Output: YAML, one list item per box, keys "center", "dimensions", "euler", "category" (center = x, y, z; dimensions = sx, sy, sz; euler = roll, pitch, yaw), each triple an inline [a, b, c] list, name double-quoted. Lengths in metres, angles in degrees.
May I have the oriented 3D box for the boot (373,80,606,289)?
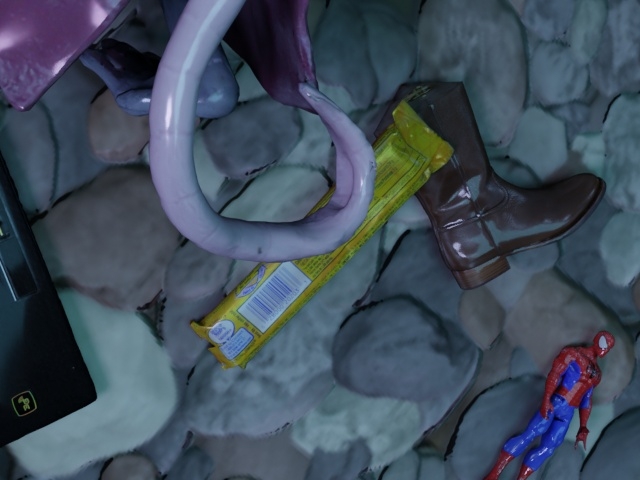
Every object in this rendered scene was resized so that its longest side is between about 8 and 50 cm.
- center: [0.091, -0.046, 0.649]
  dimensions: [0.106, 0.037, 0.114]
  euler: [-35, 110, -15]
  category: "boot"

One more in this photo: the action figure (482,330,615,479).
- center: [0.138, 0.102, 0.708]
  dimensions: [0.038, 0.030, 0.115]
  euler: [35, 82, -23]
  category: "action figure"

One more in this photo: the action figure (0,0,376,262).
- center: [-0.031, -0.208, 0.399]
  dimensions: [0.370, 0.275, 0.248]
  euler: [-50, 156, 23]
  category: "action figure"

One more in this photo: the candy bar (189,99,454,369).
- center: [0.000, 0.000, 0.607]
  dimensions: [0.161, 0.018, 0.040]
  euler: [-46, 114, -1]
  category: "candy bar"

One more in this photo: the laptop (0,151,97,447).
- center: [-0.223, 0.035, 0.446]
  dimensions: [0.264, 0.136, 0.234]
  euler: [-25, 111, -21]
  category: "laptop"
